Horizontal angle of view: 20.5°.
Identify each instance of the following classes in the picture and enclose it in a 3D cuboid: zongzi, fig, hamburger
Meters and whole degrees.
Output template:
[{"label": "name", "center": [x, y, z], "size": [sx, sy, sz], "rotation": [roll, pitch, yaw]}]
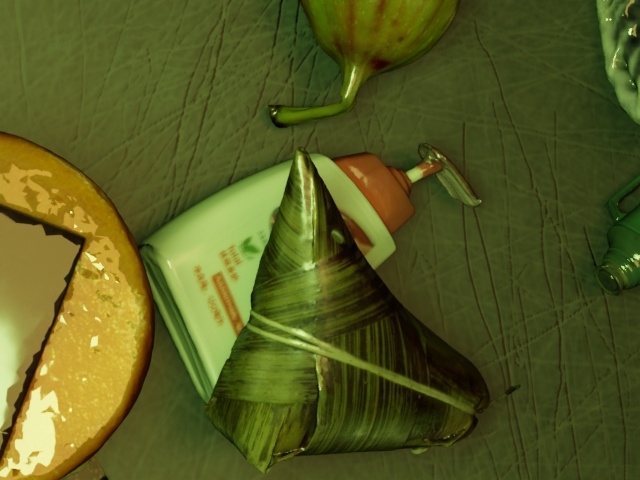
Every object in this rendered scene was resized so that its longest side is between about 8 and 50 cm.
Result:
[{"label": "zongzi", "center": [0.054, 0.053, 1.355], "size": [0.248, 0.111, 0.241], "rotation": [3, 112, -35]}, {"label": "fig", "center": [0.039, -0.192, 1.410], "size": [0.148, 0.142, 0.186], "rotation": [7, 70, 6]}, {"label": "hamburger", "center": [-0.252, 0.062, 1.236], "size": [0.291, 0.225, 0.291], "rotation": [2, 82, -15]}]

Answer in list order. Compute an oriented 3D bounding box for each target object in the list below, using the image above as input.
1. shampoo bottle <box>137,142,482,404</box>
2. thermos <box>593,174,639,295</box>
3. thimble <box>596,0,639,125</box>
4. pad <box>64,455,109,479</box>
[{"label": "shampoo bottle", "center": [0.000, 0.000, 1.422], "size": [0.284, 0.071, 0.153], "rotation": [-31, 107, -19]}, {"label": "thermos", "center": [0.313, -0.023, 1.542], "size": [0.188, 0.073, 0.083], "rotation": [-38, 105, -18]}, {"label": "thimble", "center": [0.348, -0.206, 1.497], "size": [0.157, 0.217, 0.245], "rotation": [-6, 73, -25]}, {"label": "pad", "center": [-0.322, 0.109, 1.330], "size": [0.220, 0.004, 0.330], "rotation": [-29, 97, -20]}]
